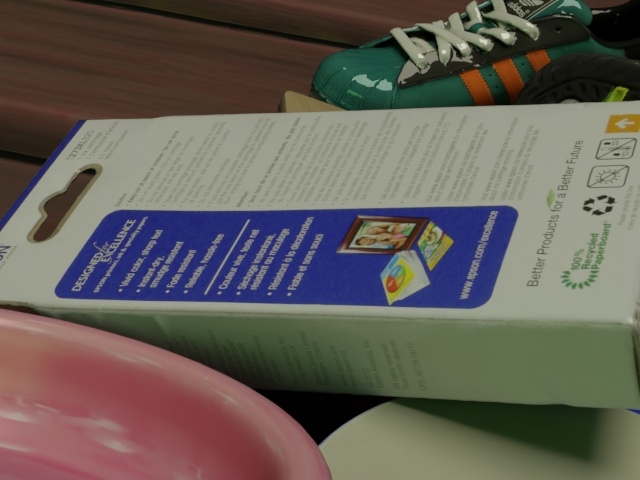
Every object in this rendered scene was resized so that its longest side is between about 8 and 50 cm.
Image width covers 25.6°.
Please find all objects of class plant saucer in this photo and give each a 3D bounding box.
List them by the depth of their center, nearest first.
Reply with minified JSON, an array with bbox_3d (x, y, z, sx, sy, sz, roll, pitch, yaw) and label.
[{"bbox_3d":[-0.163,0.102,0.524,0.332,0.084,0.332,9,11,-2],"label":"plant saucer"}]

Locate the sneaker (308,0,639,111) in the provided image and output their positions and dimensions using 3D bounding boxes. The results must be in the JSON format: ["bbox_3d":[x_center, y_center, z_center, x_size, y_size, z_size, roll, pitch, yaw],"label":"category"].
[{"bbox_3d":[0.137,-0.149,1.099,0.302,0.121,0.108,-6,38,-22],"label":"sneaker"}]

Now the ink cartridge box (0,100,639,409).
[{"bbox_3d":[0.000,0.000,0.746,0.371,0.069,0.175,2,40,22],"label":"ink cartridge box"}]

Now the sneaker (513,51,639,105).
[{"bbox_3d":[0.300,-0.012,0.974,0.385,0.145,0.147,30,9,29],"label":"sneaker"}]

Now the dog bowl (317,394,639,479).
[{"bbox_3d":[0.098,0.188,0.632,0.265,0.104,0.265,7,35,-5],"label":"dog bowl"}]

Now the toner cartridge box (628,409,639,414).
[{"bbox_3d":[0.302,0.075,0.790,0.348,0.165,0.075,16,-7,6],"label":"toner cartridge box"}]

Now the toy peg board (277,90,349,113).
[{"bbox_3d":[0.038,-0.002,0.923,0.161,0.079,0.161,18,34,-17],"label":"toy peg board"}]
